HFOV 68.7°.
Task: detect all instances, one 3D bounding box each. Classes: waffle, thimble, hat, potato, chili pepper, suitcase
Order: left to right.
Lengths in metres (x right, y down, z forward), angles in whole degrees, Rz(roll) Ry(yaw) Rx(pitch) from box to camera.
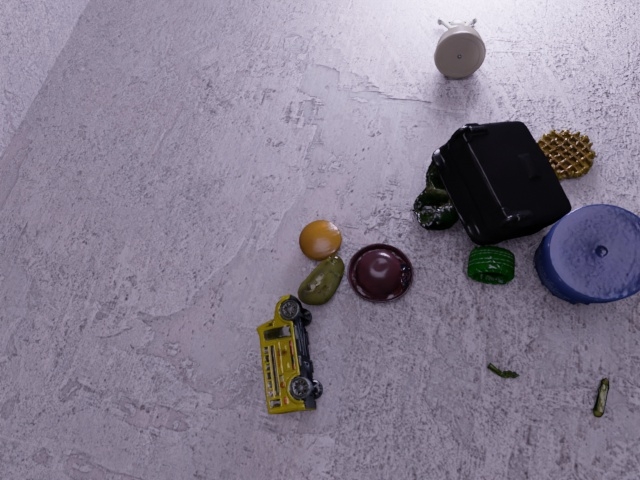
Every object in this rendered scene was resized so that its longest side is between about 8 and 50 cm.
[{"bbox_3d":[0.008,0.126,1.467,0.188,0.105,0.085,-54,25,-14],"label":"potato"},{"bbox_3d":[0.182,0.094,1.441,0.206,0.089,0.205,-4,67,10],"label":"hat"},{"bbox_3d":[0.386,-0.137,1.492,0.148,0.116,0.264,19,71,2],"label":"chili pepper"},{"bbox_3d":[0.501,0.073,1.366,0.130,0.118,0.090,17,66,-10],"label":"thimble"},{"bbox_3d":[0.532,-0.176,1.370,0.340,0.188,0.344,-13,71,-27],"label":"suitcase"},{"bbox_3d":[0.503,0.364,1.291,0.084,0.022,0.027,16,73,22],"label":"chili pepper"},{"bbox_3d":[0.780,-0.278,1.495,0.191,0.038,0.190,-5,66,11],"label":"waffle"}]

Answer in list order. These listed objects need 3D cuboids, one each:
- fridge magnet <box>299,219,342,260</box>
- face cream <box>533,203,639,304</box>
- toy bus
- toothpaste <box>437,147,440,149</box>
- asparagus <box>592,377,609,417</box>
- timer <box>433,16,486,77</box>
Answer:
[{"bbox_3d":[0.000,0.000,1.535,0.143,0.063,0.142,-4,68,9],"label":"fridge magnet"},{"bbox_3d":[0.720,0.048,1.252,0.249,0.225,0.248,-4,77,15],"label":"face cream"},{"bbox_3d":[-0.096,0.331,1.371,0.152,0.144,0.329,-14,67,11],"label":"toy bus"},{"bbox_3d":[0.461,-0.237,1.549,0.194,0.045,0.071,34,86,17],"label":"toothpaste"},{"bbox_3d":[0.734,0.407,1.221,0.025,0.021,0.108,18,72,20],"label":"asparagus"},{"bbox_3d":[0.505,-0.742,1.712,0.176,0.175,0.265,1,51,13],"label":"timer"}]
